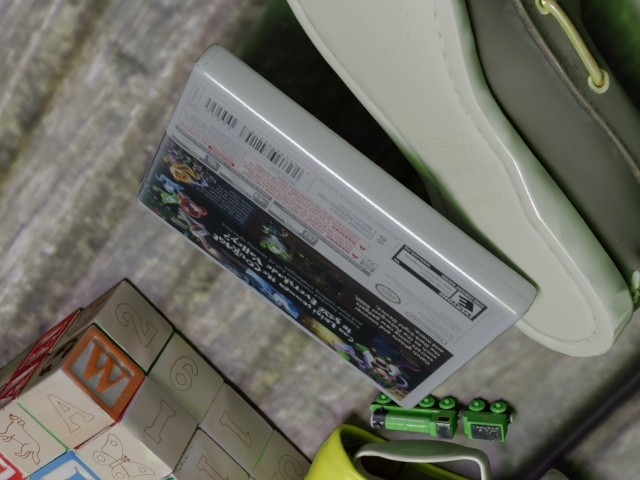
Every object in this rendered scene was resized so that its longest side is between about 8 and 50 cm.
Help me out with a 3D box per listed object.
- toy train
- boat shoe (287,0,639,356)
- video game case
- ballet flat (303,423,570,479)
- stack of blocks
[{"bbox_3d":[0.066,0.099,0.953,0.083,0.024,0.017,2,124,20],"label":"toy train"},{"bbox_3d":[0.071,-0.090,0.778,0.109,0.091,0.305,0,128,57],"label":"boat shoe"},{"bbox_3d":[0.000,0.000,0.857,0.190,0.022,0.173,37,155,0],"label":"video game case"},{"bbox_3d":[0.100,0.158,0.954,0.231,0.077,0.077,16,111,13],"label":"ballet flat"},{"bbox_3d":[-0.083,0.186,1.032,0.171,0.087,0.297,-34,106,36],"label":"stack of blocks"}]
